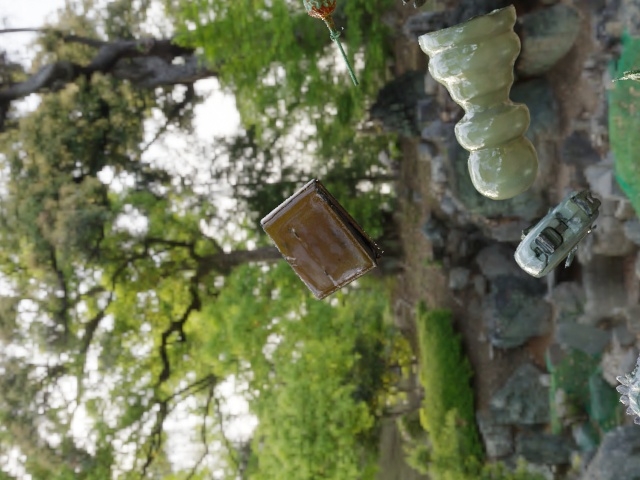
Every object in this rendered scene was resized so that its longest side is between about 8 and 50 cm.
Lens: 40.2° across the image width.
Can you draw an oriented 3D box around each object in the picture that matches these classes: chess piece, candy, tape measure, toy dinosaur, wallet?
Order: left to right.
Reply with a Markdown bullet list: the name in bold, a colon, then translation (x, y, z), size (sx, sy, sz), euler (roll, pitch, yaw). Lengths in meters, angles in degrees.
- **wallet**: translation (0.000, -0.001, 1.604), size (0.195, 0.161, 0.042), euler (50, -146, -7)
- **candy**: translation (0.027, -0.356, 1.524), size (0.049, 0.055, 0.185), euler (-103, -12, -76)
- **chess piece**: translation (0.303, -0.236, 1.569), size (0.182, 0.182, 0.330), euler (-67, -40, -77)
- **tape measure**: translation (0.410, 0.008, 1.565), size (0.084, 0.164, 0.330), euler (51, 177, 15)
- **toy dinosaur**: translation (0.629, -0.334, 1.756), size (0.119, 0.060, 0.029), euler (10, 94, 56)
- **toy dinosaur**: translation (0.519, 0.268, 1.404), size (0.082, 0.039, 0.209), euler (21, 128, 60)

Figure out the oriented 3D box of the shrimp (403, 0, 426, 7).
- **shrimp**: translation (0.181, -0.459, 1.101), size (0.360, 0.085, 0.247), euler (-63, -11, 29)
